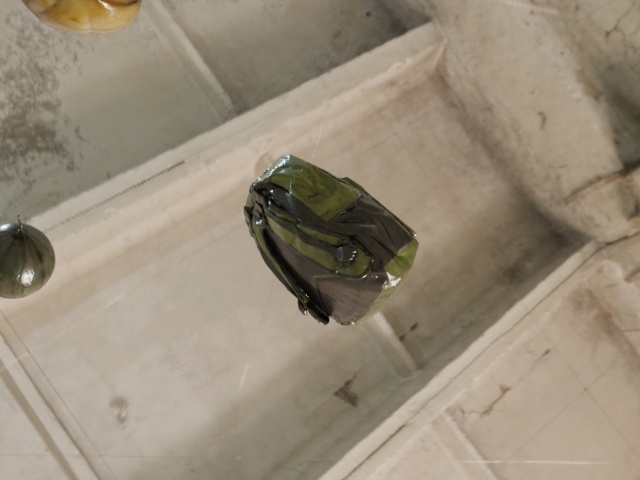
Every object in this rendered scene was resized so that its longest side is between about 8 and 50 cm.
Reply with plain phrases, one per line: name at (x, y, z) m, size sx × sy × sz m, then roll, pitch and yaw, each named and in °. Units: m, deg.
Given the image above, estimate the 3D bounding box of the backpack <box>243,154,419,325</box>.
backpack at (0.000, 0.000, 1.059) m, size 0.253 × 0.207 × 0.140 m, roll 40°, pitch -125°, yaw 8°

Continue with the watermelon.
watermelon at (-0.414, 0.018, 1.035) m, size 0.105 × 0.133 × 0.105 m, roll 15°, pitch -143°, yaw -12°

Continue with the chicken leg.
chicken leg at (-0.364, -0.441, 1.017) m, size 0.182 × 0.409 × 0.295 m, roll -38°, pitch -55°, yaw 8°
